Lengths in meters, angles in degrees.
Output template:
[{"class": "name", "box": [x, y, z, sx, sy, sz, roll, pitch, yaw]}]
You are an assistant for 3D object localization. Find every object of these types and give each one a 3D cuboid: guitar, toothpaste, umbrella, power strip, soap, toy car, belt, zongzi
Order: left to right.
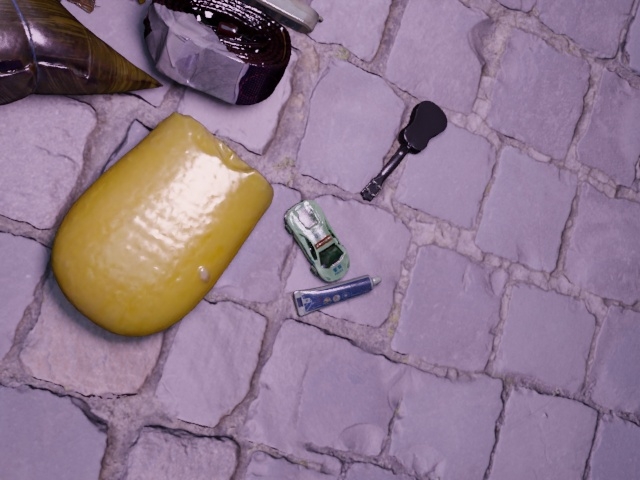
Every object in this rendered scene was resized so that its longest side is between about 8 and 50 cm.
[{"class": "zongzi", "box": [-0.535, -0.447, 1.416, 0.433, 0.208, 0.403, -9, 79, -35]}, {"class": "umbrella", "box": [-0.477, -0.475, 1.501, 0.083, 0.020, 0.031, 15, 122, -15]}, {"class": "soap", "box": [-0.314, -0.019, 1.477, 0.306, 0.115, 0.427, 44, 77, -14]}, {"class": "belt", "box": [-0.210, -0.381, 1.506, 0.289, 0.164, 0.184, 21, 55, -14]}, {"class": "power strip", "box": [-0.128, -0.508, 1.578, 0.286, 0.080, 0.048, 22, 87, -16]}, {"class": "toy car", "box": [0.000, 0.000, 1.599, 0.093, 0.058, 0.186, -33, 96, -17]}, {"class": "toothpaste", "box": [0.039, 0.109, 1.617, 0.197, 0.035, 0.057, -16, 100, -13]}, {"class": "guitar", "box": [0.180, -0.194, 1.673, 0.084, 0.038, 0.271, 41, 77, -9]}]

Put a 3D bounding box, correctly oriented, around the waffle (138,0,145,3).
[{"class": "waffle", "box": [-0.377, -0.595, 1.522, 0.229, 0.051, 0.231, 14, 84, -18]}]
